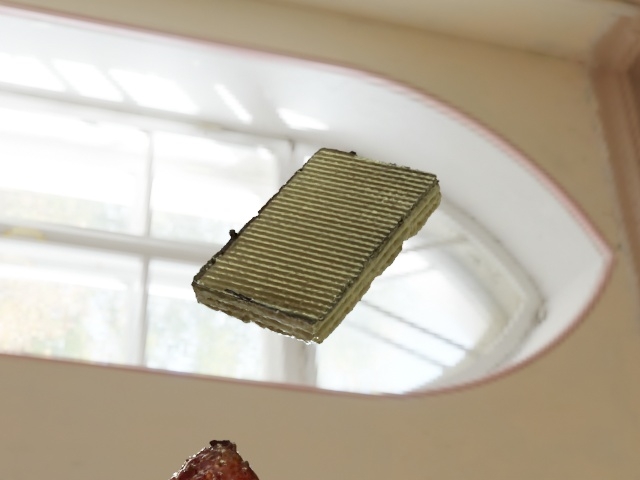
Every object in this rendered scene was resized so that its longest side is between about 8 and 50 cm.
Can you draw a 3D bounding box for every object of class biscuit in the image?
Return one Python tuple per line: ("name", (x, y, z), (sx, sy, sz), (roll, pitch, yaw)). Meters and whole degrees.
("biscuit", (0.000, 0.000, 1.022), (0.199, 0.121, 0.041), (-47, 144, -40))

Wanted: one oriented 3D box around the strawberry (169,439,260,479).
("strawberry", (-0.065, 0.202, 0.706), (0.082, 0.146, 0.187), (-4, 100, -63))
